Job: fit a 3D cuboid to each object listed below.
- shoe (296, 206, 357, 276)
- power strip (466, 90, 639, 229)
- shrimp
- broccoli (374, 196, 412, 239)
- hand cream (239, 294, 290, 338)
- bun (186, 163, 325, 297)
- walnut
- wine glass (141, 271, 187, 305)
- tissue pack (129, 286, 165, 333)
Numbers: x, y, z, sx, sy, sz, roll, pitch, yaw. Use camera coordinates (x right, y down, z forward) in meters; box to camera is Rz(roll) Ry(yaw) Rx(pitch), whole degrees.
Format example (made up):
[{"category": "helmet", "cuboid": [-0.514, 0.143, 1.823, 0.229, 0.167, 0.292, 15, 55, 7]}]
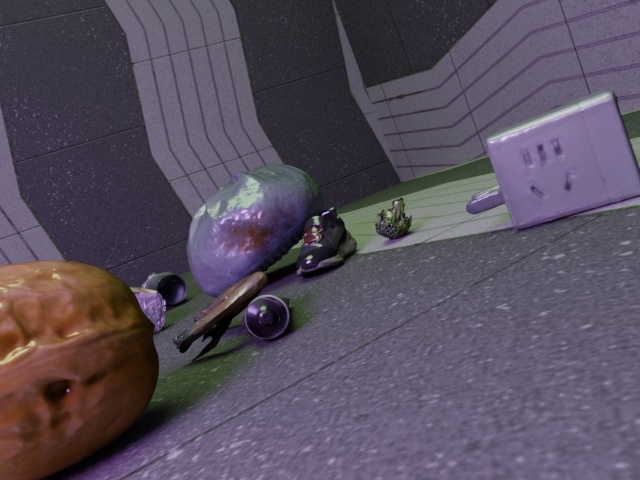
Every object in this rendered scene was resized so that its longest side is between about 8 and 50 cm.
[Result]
[{"category": "shoe", "cuboid": [0.000, 0.000, 1.066, 0.099, 0.112, 0.227, -18, 4, 24]}, {"category": "power strip", "cuboid": [0.311, -0.105, 0.735, 0.224, 0.140, 0.139, -18, 8, 28]}, {"category": "shrimp", "cuboid": [-0.156, 0.118, 0.752, 0.219, 0.046, 0.152, -37, 7, 47]}, {"category": "broccoli", "cuboid": [0.150, -0.046, 1.074, 0.097, 0.092, 0.095, -7, 21, -18]}, {"category": "hand cream", "cuboid": [-0.074, 0.101, 0.707, 0.087, 0.054, 0.186, -27, -2, -9]}, {"category": "bun", "cuboid": [-0.161, -0.032, 1.182, 0.362, 0.211, 0.362, -45, 2, 2]}, {"category": "walnut", "cuboid": [-0.262, 0.115, 0.480, 0.221, 0.195, 0.195, -13, -1, -36]}, {"category": "wine glass", "cuboid": [-0.449, 0.139, 1.491, 0.103, 0.103, 0.222, -24, 6, -27]}, {"category": "tissue pack", "cuboid": [-0.484, 0.166, 1.118, 0.215, 0.123, 0.256, -2, -6, -38]}]
